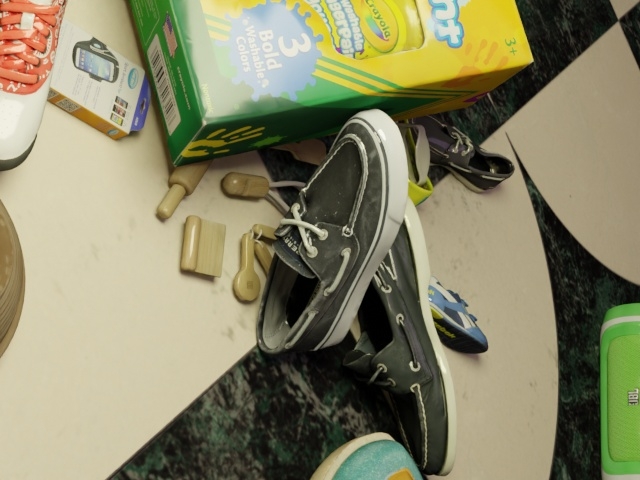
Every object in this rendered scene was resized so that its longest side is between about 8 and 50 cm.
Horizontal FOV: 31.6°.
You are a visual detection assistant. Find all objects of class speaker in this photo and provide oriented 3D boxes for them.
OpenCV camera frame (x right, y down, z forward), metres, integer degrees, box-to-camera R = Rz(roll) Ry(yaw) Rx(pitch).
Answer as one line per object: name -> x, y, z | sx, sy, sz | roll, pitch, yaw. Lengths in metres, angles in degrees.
speaker -> 0.490, 0.252, 1.720 | 0.131, 0.131, 0.297 | 24, 61, -40

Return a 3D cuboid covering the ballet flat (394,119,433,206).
ballet flat -> 0.095, -0.153, 1.460 | 0.077, 0.077, 0.231 | -14, 88, -47

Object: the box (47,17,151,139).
box -> -0.233, -0.162, 1.151 | 0.136, 0.028, 0.081 | 33, 56, -39

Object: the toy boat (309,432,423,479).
toy boat -> 0.106, 0.360, 1.264 | 0.318, 0.148, 0.268 | 28, 59, -38

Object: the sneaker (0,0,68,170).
sneaker -> -0.271, -0.207, 1.018 | 0.090, 0.145, 0.270 | 15, 61, -20

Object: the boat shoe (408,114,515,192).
boat shoe -> 0.190, -0.131, 1.563 | 0.206, 0.065, 0.075 | 29, 59, -38

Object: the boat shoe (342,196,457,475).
boat shoe -> 0.078, 0.118, 1.340 | 0.113, 0.127, 0.340 | -9, 93, -18

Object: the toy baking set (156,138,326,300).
toy baking set -> -0.083, -0.049, 1.278 | 0.197, 0.030, 0.256 | 46, 53, -34

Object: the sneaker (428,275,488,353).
sneaker -> 0.175, 0.100, 1.488 | 0.144, 0.053, 0.059 | 41, 49, -32

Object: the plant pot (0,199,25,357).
plant pot -> -0.333, 0.016, 0.931 | 0.237, 0.109, 0.238 | 16, 67, -42

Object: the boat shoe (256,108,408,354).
boat shoe -> 0.000, 0.000, 1.197 | 0.102, 0.301, 0.108 | -11, 46, -38

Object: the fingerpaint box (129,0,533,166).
fingerpaint box -> -0.024, -0.341, 1.199 | 0.371, 0.163, 0.445 | -13, 83, -21
